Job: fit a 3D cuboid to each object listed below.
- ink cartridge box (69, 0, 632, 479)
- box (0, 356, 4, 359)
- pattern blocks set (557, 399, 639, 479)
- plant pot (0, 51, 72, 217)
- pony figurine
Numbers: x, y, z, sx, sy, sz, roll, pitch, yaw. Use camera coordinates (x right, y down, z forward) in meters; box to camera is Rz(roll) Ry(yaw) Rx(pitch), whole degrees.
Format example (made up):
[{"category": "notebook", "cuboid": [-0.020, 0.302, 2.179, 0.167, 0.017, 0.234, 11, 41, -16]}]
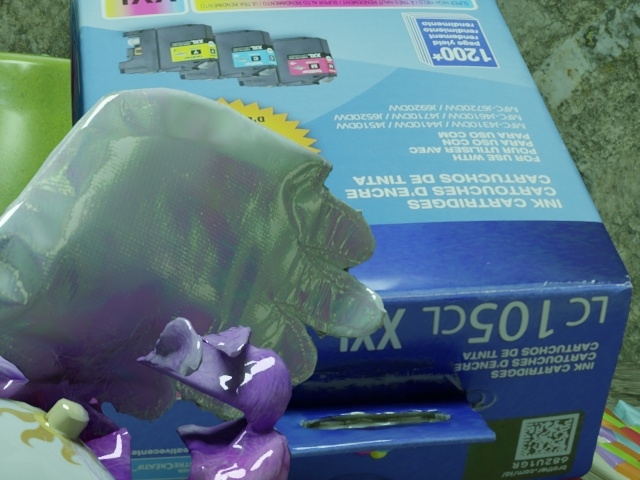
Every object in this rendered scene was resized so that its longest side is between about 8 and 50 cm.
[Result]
[{"category": "ink cartridge box", "cuboid": [0.000, 0.000, 0.831, 0.270, 0.151, 0.395, -3, 40, -9]}, {"category": "box", "cuboid": [-0.209, 0.096, 0.764, 0.153, 0.207, 0.108, 4, 1, -10]}, {"category": "pattern blocks set", "cuboid": [0.202, 0.148, 0.949, 0.285, 0.026, 0.325, 28, 11, -21]}, {"category": "plant pot", "cuboid": [-0.290, 0.011, 1.360, 0.366, 0.353, 0.366, 3, 0, 0]}, {"category": "pony figurine", "cuboid": [-0.111, 0.075, 0.460, 0.351, 0.303, 0.363, 37, 2, -45]}]
